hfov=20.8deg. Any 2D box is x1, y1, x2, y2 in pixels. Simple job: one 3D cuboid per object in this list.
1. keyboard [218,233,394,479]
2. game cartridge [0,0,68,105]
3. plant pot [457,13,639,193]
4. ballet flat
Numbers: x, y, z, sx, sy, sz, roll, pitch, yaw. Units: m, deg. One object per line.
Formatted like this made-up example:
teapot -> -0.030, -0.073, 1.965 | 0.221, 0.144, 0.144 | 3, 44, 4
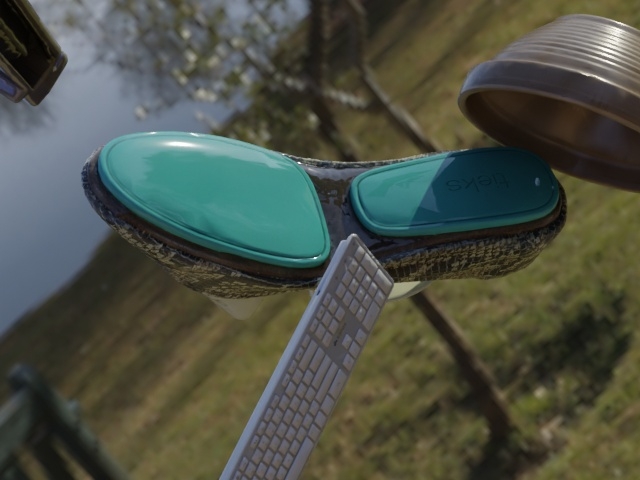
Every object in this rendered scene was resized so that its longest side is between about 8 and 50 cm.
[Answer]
keyboard -> -0.015, 0.119, 1.270 | 0.014, 0.072, 0.256 | 7, 61, 43
game cartridge -> -0.286, -0.187, 1.108 | 0.068, 0.230, 0.355 | -59, -1, -4
plant pot -> 0.256, -0.138, 1.641 | 0.237, 0.237, 0.110 | -3, 63, 65
ballet flat -> 0.000, 0.000, 1.657 | 0.182, 0.482, 0.164 | 115, 147, -47
